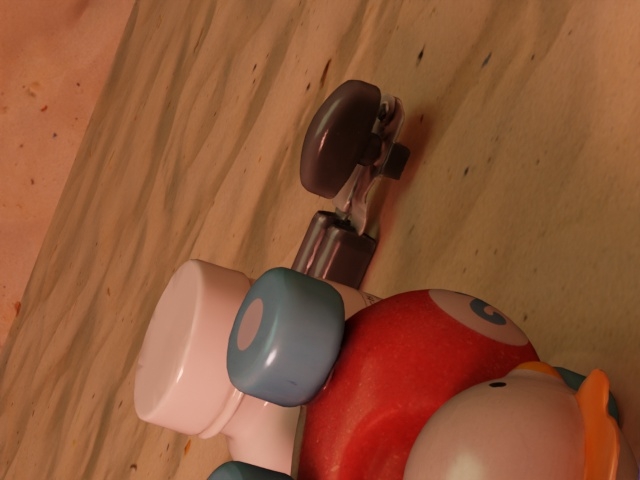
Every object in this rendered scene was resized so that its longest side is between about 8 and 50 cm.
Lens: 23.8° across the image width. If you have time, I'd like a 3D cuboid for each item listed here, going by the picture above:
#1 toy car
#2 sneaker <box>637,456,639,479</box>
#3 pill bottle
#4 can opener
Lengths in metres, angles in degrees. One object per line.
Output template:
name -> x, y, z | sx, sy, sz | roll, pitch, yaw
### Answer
toy car -> 0.086, 0.108, 0.748 | 0.238, 0.219, 0.210 | -31, 43, 58
sneaker -> 0.170, 0.118, 0.574 | 0.315, 0.182, 0.127 | -44, 30, 49
pill bottle -> 0.009, 0.095, 0.939 | 0.131, 0.229, 0.131 | -53, 26, 40
can opener -> 0.000, 0.000, 1.272 | 0.074, 0.093, 0.280 | -133, 60, -67
